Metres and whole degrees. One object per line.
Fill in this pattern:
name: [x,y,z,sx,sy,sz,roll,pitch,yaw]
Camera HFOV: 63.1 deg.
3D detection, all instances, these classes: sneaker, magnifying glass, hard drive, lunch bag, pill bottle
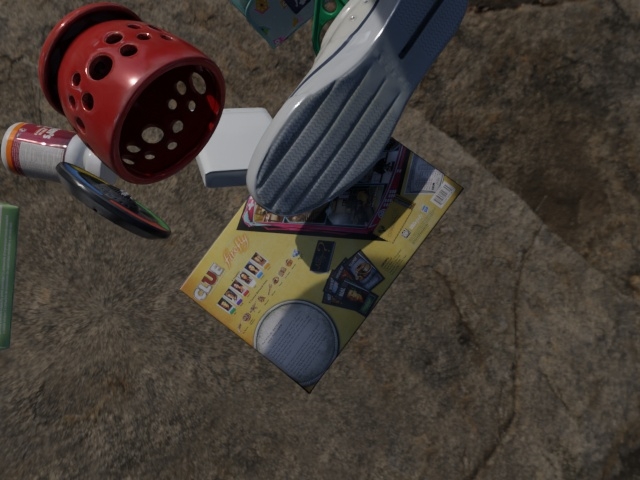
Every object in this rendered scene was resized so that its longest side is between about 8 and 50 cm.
sneaker: [0.025,-0.132,0.460,0.258,0.091,0.094,-50,122,-2]
magnifying glass: [0.013,-0.367,0.791,0.026,0.092,0.231,-70,145,-50]
hard drive: [-0.207,-0.248,1.329,0.233,0.353,0.047,-7,128,-19]
lunch bag: [-0.100,-0.554,1.051,0.223,0.160,0.262,-39,114,12]
pill bottle: [-0.577,-0.188,1.171,0.221,0.121,0.121,10,78,1]

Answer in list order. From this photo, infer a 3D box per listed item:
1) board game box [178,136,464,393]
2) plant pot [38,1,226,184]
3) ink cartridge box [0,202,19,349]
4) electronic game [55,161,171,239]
board game box: [0.000,0.000,0.516,0.165,0.042,0.243,37,90,6]
plant pot: [-0.250,-0.195,0.687,0.174,0.191,0.191,36,68,16]
ink cartridge box: [-0.459,0.036,0.550,0.235,0.056,0.171,3,94,-40]
electronic game: [-0.376,-0.072,0.959,0.229,0.229,0.048,35,88,-14]
